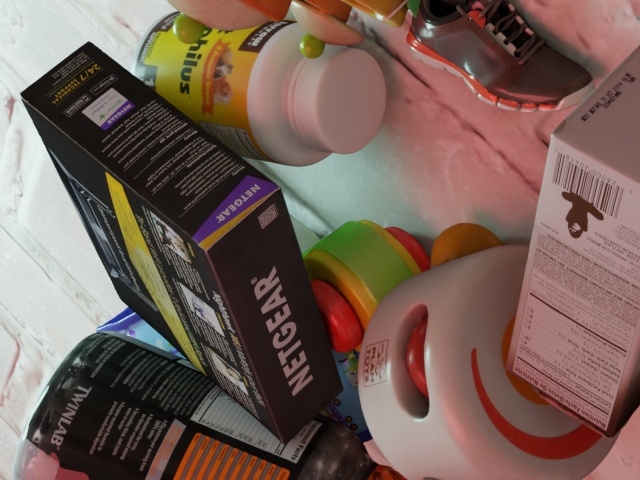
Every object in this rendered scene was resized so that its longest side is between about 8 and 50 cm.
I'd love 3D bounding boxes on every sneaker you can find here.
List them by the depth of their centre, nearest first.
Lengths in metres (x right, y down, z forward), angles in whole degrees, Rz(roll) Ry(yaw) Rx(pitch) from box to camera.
[{"bbox_3d":[0.124,-0.142,1.061,0.158,0.061,0.065,27,135,30],"label":"sneaker"}]

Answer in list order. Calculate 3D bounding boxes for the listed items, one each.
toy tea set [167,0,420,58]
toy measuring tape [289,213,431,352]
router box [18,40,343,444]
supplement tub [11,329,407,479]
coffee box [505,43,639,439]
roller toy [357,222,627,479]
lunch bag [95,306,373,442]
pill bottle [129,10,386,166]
[{"bbox_3d":[-0.044,-0.179,0.999,0.200,0.124,0.336,31,-174,33],"label":"toy tea set"},{"bbox_3d":[0.000,0.000,1.322,0.330,0.121,0.121,45,149,24],"label":"toy measuring tape"},{"bbox_3d":[-0.111,0.008,1.268,0.243,0.081,0.309,38,159,31],"label":"router box"},{"bbox_3d":[-0.099,0.234,1.402,0.338,0.207,0.207,22,142,13],"label":"supplement tub"},{"bbox_3d":[0.215,-0.001,1.023,0.098,0.141,0.246,32,146,24],"label":"coffee box"},{"bbox_3d":[0.132,0.105,1.185,0.209,0.191,0.146,54,149,-9],"label":"roller toy"},{"bbox_3d":[-0.052,0.117,1.501,0.293,0.138,0.221,-22,104,47],"label":"lunch bag"},{"bbox_3d":[-0.051,-0.126,1.232,0.215,0.117,0.117,13,134,42],"label":"pill bottle"}]
